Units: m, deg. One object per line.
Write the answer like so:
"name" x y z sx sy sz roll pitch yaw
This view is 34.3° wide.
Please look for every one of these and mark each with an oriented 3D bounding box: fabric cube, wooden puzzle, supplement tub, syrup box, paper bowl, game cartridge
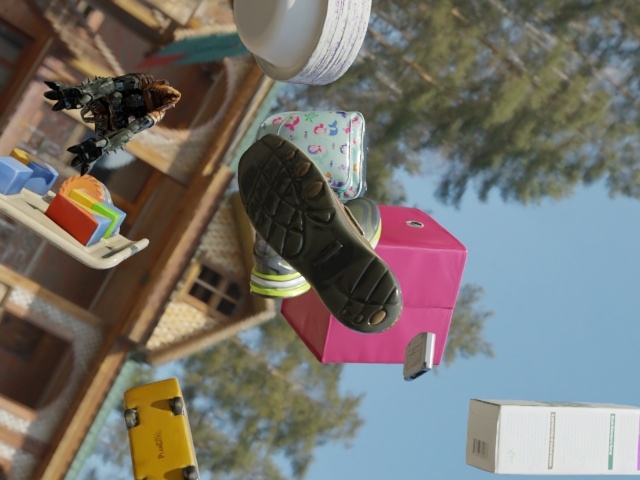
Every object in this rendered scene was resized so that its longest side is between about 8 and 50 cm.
"fabric cube" 0.097 0.080 2.046 0.254 0.258 0.259 -133 -129 -61
"wooden puzzle" -0.464 -0.071 1.761 0.081 0.347 0.322 -62 -177 5
"supplement tub" -0.501 -0.060 2.231 0.190 0.117 0.117 97 14 -67
"syrup box" 0.328 0.272 1.433 0.093 0.236 0.096 173 -78 -72
"paper bowl" -0.046 -0.414 1.781 0.284 0.148 0.284 -3 -94 58
"game cartridge" 0.131 0.152 1.377 0.083 0.017 0.056 131 -34 -65

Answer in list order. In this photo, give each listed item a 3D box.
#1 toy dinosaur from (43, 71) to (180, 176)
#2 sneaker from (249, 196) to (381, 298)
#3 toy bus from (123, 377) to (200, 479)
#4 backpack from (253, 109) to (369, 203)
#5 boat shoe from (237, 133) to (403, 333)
"toy dinosaur" -0.348 -0.242 1.811 0.218 0.164 0.322 -29 176 -35
"sneaker" 0.000 -0.013 1.692 0.111 0.121 0.300 18 -146 32
"toy bus" -0.277 0.383 1.833 0.333 0.108 0.130 -115 -166 -54
"backpack" -0.027 -0.184 2.329 0.191 0.253 0.225 55 38 -75
"boat shoe" 0.000 0.000 1.441 0.122 0.324 0.120 -36 163 6
